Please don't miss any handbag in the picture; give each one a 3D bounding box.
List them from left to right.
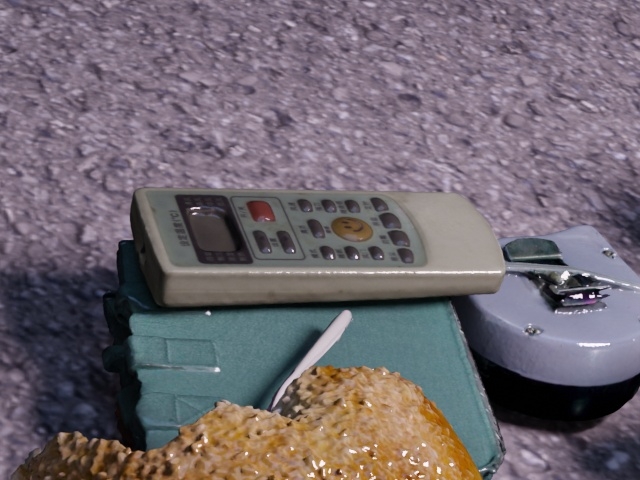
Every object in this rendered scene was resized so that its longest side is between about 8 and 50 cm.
[{"bbox_3d":[-0.021,0.117,1.410,0.274,0.100,0.268,-1,40,-17],"label":"handbag"}]

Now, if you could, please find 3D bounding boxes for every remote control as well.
[{"bbox_3d":[0.000,0.000,1.452,0.285,0.038,0.123,-1,36,-16],"label":"remote control"}]

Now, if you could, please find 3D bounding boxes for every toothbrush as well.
[{"bbox_3d":[-0.022,0.109,1.324,0.022,0.017,0.204,39,42,2],"label":"toothbrush"}]

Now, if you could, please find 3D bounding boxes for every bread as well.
[{"bbox_3d":[-0.024,0.190,1.159,0.314,0.171,0.192,1,31,-21],"label":"bread"}]

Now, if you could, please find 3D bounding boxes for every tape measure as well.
[{"bbox_3d":[0.188,0.065,1.536,0.182,0.107,0.181,-7,32,-30],"label":"tape measure"}]
